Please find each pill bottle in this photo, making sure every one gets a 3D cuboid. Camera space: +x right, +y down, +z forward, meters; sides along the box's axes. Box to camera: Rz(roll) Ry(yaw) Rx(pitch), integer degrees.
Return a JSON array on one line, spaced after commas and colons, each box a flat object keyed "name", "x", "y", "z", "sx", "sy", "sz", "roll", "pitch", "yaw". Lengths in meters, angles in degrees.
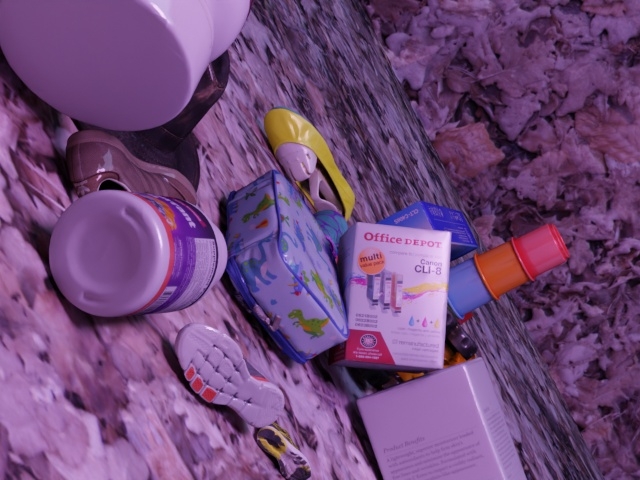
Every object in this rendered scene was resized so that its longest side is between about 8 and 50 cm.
[{"name": "pill bottle", "x": -0.153, "y": 0.012, "z": 1.169, "sx": 0.108, "sy": 0.108, "sz": 0.193, "roll": 64, "pitch": 14, "yaw": 8}, {"name": "pill bottle", "x": -0.154, "y": -0.308, "z": 1.275, "sx": 0.224, "sy": 0.224, "sz": 0.392, "roll": 52, "pitch": 40, "yaw": -35}]

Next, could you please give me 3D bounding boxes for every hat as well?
[{"name": "hat", "x": -0.178, "y": -0.199, "z": 1.445, "sx": 0.331, "sy": 0.134, "sz": 0.331, "roll": 57, "pitch": 14, "yaw": -22}]

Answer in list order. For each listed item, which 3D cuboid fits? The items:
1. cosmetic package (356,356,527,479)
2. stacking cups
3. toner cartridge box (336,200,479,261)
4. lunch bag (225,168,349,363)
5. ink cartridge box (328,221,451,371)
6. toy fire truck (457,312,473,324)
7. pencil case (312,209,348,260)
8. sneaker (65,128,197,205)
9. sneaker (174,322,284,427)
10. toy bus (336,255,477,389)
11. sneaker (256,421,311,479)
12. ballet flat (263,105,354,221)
[{"name": "cosmetic package", "x": 0.160, "y": 0.262, "z": 1.682, "sx": 0.151, "sy": 0.151, "sz": 0.184, "roll": 8, "pitch": 63, "yaw": -73}, {"name": "stacking cups", "x": 0.220, "y": 0.067, "z": 1.969, "sx": 0.096, "sy": 0.316, "sz": 0.096, "roll": 53, "pitch": 17, "yaw": -25}, {"name": "toner cartridge box", "x": 0.143, "y": 0.012, "z": 2.116, "sx": 0.075, "sy": 0.165, "sz": 0.348, "roll": 64, "pitch": 15, "yaw": 9}, {"name": "lunch bag", "x": -0.040, "y": 0.033, "z": 1.572, "sx": 0.176, "sy": 0.090, "sz": 0.219, "roll": 53, "pitch": 16, "yaw": -31}, {"name": "ink cartridge box", "x": 0.087, "y": 0.074, "z": 1.649, "sx": 0.127, "sy": 0.128, "sz": 0.176, "roll": 133, "pitch": -38, "yaw": -77}, {"name": "toy fire truck", "x": 0.176, "y": 0.128, "z": 2.135, "sx": 0.047, "sy": 0.135, "sz": 0.192, "roll": 55, "pitch": -1, "yaw": -26}, {"name": "pencil case", "x": 0.000, "y": 0.000, "z": 1.826, "sx": 0.070, "sy": 0.064, "sz": 0.152, "roll": 32, "pitch": 16, "yaw": 1}, {"name": "sneaker", "x": -0.188, "y": -0.043, "z": 1.284, "sx": 0.188, "sy": 0.066, "sz": 0.071, "roll": 32, "pitch": 49, "yaw": -54}, {"name": "sneaker", "x": -0.100, "y": 0.129, "z": 1.283, "sx": 0.065, "sy": 0.061, "sz": 0.158, "roll": 36, "pitch": -12, "yaw": 50}, {"name": "toy bus", "x": 0.097, "y": 0.110, "z": 1.858, "sx": 0.211, "sy": 0.149, "sz": 0.220, "roll": 52, "pitch": 3, "yaw": 38}, {"name": "sneaker", "x": -0.036, "y": 0.216, "z": 1.355, "sx": 0.083, "sy": 0.031, "sz": 0.035, "roll": 55, "pitch": 15, "yaw": -25}, {"name": "ballet flat", "x": -0.014, "y": -0.105, "z": 1.983, "sx": 0.231, "sy": 0.077, "sz": 0.077, "roll": 53, "pitch": 33, "yaw": -39}]
